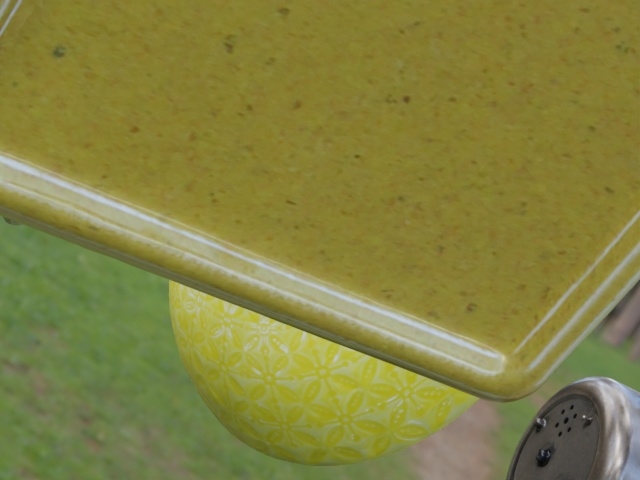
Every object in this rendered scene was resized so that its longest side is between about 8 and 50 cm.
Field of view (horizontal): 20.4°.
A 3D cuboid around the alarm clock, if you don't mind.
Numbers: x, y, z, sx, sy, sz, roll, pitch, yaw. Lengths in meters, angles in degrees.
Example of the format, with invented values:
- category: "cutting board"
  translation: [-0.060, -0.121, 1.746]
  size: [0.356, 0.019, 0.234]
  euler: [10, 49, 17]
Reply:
- category: "alarm clock"
  translation: [0.181, 0.138, 1.140]
  size: [0.064, 0.192, 0.129]
  euler: [30, 22, -21]

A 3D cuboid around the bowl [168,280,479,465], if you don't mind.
- category: "bowl"
  translation: [0.000, 0.000, 1.282]
  size: [0.289, 0.289, 0.156]
  euler: [35, -12, 41]

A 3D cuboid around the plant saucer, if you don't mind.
- category: "plant saucer"
  translation: [0.027, -0.087, 0.535]
  size: [0.333, 0.332, 0.081]
  euler: [22, 34, -25]

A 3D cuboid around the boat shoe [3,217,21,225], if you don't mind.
- category: "boat shoe"
  translation: [-0.215, -0.037, 1.026]
  size: [0.320, 0.103, 0.118]
  euler: [-2, -7, -9]
